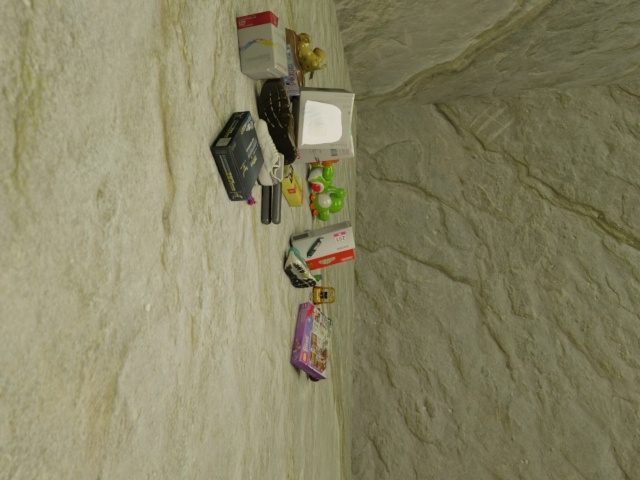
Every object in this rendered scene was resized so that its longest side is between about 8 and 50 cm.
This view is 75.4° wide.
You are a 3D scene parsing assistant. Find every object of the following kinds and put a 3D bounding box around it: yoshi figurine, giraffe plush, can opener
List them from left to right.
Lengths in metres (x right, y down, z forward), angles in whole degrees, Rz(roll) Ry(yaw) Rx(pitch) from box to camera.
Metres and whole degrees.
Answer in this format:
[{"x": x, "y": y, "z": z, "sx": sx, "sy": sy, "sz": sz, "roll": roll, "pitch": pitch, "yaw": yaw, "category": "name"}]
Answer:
[{"x": -0.170, "y": -0.193, "z": 1.531, "sx": 0.093, "sy": 0.074, "sz": 0.281, "roll": 50, "pitch": 40, "yaw": -71, "category": "can opener"}, {"x": -0.079, "y": -0.856, "z": 1.877, "sx": 0.171, "sy": 0.181, "sz": 0.210, "roll": 57, "pitch": 14, "yaw": -45, "category": "giraffe plush"}, {"x": 0.042, "y": -0.291, "z": 2.238, "sx": 0.204, "sy": 0.202, "sz": 0.363, "roll": -83, "pitch": 173, "yaw": -69, "category": "yoshi figurine"}]

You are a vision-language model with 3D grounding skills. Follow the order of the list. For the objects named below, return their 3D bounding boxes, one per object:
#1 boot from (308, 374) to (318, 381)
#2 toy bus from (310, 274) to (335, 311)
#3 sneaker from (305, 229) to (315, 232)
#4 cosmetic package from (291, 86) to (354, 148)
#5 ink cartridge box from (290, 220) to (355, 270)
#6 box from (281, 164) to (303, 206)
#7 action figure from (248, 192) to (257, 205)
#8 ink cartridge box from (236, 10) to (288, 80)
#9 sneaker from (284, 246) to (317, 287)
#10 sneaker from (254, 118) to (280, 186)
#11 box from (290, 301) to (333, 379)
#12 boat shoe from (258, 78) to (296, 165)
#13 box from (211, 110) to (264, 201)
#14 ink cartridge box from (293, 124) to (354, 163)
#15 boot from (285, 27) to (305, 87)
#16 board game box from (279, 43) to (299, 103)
[{"x": -0.024, "y": 0.561, "z": 2.046, "sx": 0.165, "sy": 0.077, "sz": 0.214, "roll": -62, "pitch": 148, "yaw": -69, "category": "boot"}, {"x": 0.024, "y": 0.295, "z": 2.235, "sx": 0.202, "sy": 0.104, "sz": 0.191, "roll": -77, "pitch": 160, "yaw": -50, "category": "toy bus"}, {"x": 0.000, "y": 0.000, "z": 2.045, "sx": 0.292, "sy": 0.168, "sz": 0.108, "roll": -41, "pitch": 126, "yaw": -76, "category": "sneaker"}, {"x": 0.002, "y": -0.495, "z": 1.681, "sx": 0.138, "sy": 0.223, "sz": 0.225, "roll": -123, "pitch": -147, "yaw": -57, "category": "cosmetic package"}, {"x": 0.021, "y": 0.048, "z": 1.886, "sx": 0.060, "sy": 0.274, "sz": 0.239, "roll": -108, "pitch": -177, "yaw": -51, "category": "ink cartridge box"}, {"x": -0.129, "y": -0.237, "z": 1.759, "sx": 0.232, "sy": 0.058, "sz": 0.088, "roll": 66, "pitch": 24, "yaw": -59, "category": "box"}, {"x": -0.234, "y": -0.141, "z": 1.351, "sx": 0.115, "sy": 0.030, "sz": 0.038, "roll": 52, "pitch": 32, "yaw": -72, "category": "action figure"}, {"x": -0.192, "y": -0.645, "z": 1.390, "sx": 0.128, "sy": 0.127, "sz": 0.177, "roll": -27, "pitch": 114, "yaw": -73, "category": "ink cartridge box"}, {"x": -0.082, "y": 0.128, "z": 1.818, "sx": 0.275, "sy": 0.106, "sz": 0.110, "roll": 69, "pitch": 13, "yaw": -54, "category": "sneaker"}, {"x": -0.186, "y": -0.306, "z": 1.442, "sx": 0.090, "sy": 0.094, "sz": 0.236, "roll": 5, "pitch": 81, "yaw": -76, "category": "sneaker"}, {"x": -0.034, "y": 0.456, "z": 1.889, "sx": 0.201, "sy": 0.057, "sz": 0.294, "roll": 45, "pitch": 38, "yaw": -35, "category": "box"}, {"x": -0.159, "y": -0.450, "z": 1.571, "sx": 0.120, "sy": 0.122, "sz": 0.324, "roll": -88, "pitch": 175, "yaw": -52, "category": "boat shoe"}, {"x": -0.242, "y": -0.259, "z": 1.259, "sx": 0.233, "sy": 0.059, "sz": 0.184, "roll": -78, "pitch": 162, "yaw": -48, "category": "box"}, {"x": 0.004, "y": -0.477, "z": 1.878, "sx": 0.122, "sy": 0.288, "sz": 0.211, "roll": -77, "pitch": 160, "yaw": -60, "category": "ink cartridge box"}, {"x": -0.145, "y": -0.734, "z": 1.736, "sx": 0.115, "sy": 0.112, "sz": 0.306, "roll": -20, "pitch": 102, "yaw": -59, "category": "boot"}, {"x": -0.138, "y": -0.615, "z": 1.607, "sx": 0.194, "sy": 0.060, "sz": 0.194, "roll": 126, "pitch": -48, "yaw": -66, "category": "board game box"}]
